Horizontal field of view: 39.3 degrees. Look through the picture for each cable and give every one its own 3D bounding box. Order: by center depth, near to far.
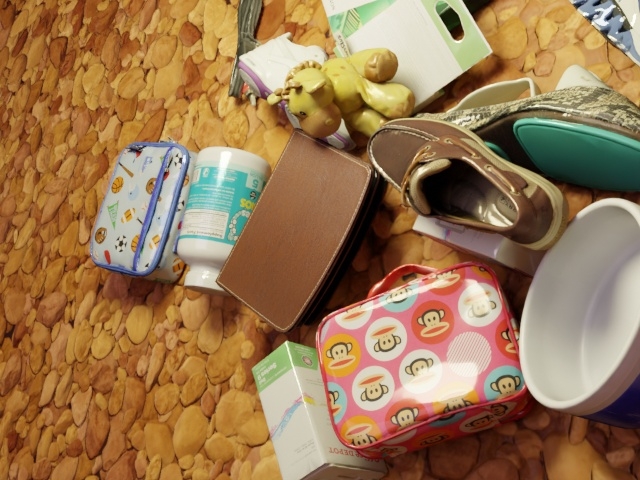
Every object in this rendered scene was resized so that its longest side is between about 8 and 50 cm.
[{"bbox_3d":[-0.142,-0.398,1.866,0.139,0.072,0.287,-49,33,40],"label":"cable"}]

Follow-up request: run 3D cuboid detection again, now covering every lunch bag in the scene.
[{"bbox_3d":[0.141,0.157,1.281,0.293,0.120,0.258,-20,60,14],"label":"lunch bag"},{"bbox_3d":[-0.349,-0.068,1.871,0.243,0.115,0.303,10,82,42],"label":"lunch bag"}]

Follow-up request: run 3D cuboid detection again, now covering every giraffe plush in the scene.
[{"bbox_3d":[0.020,-0.235,1.446,0.210,0.171,0.181,54,141,13],"label":"giraffe plush"}]

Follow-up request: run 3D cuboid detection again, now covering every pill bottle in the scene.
[{"bbox_3d":[-0.184,-0.032,1.680,0.146,0.146,0.264,0,75,43],"label":"pill bottle"}]

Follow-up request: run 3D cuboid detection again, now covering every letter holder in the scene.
[{"bbox_3d":[0.000,0.000,1.498,0.214,0.152,0.301,32,97,42],"label":"letter holder"}]

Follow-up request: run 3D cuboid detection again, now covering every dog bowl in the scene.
[{"bbox_3d":[0.355,0.089,1.085,0.265,0.104,0.264,-161,90,-76],"label":"dog bowl"}]

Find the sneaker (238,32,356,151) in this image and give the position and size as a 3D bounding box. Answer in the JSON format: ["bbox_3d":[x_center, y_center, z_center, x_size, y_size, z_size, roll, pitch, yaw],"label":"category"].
[{"bbox_3d":[-0.018,-0.285,1.645,0.152,0.114,0.305,-38,62,-13],"label":"sneaker"}]

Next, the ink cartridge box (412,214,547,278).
[{"bbox_3d":[0.222,-0.014,1.322,0.198,0.115,0.067,24,90,46],"label":"ink cartridge box"}]

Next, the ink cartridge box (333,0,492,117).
[{"bbox_3d":[0.156,-0.315,1.491,0.235,0.056,0.171,-33,83,28],"label":"ink cartridge box"}]

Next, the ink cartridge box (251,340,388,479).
[{"bbox_3d":[-0.002,0.279,1.386,0.093,0.154,0.212,-40,51,24],"label":"ink cartridge box"}]

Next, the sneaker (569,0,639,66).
[{"bbox_3d":[0.483,-0.302,1.184,0.182,0.127,0.315,-49,46,21],"label":"sneaker"}]

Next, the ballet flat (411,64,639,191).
[{"bbox_3d":[0.301,-0.165,1.296,0.483,0.164,0.182,-1,55,44],"label":"ballet flat"}]

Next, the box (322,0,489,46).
[{"bbox_3d":[0.155,-0.441,1.588,0.322,0.058,0.232,-35,54,29],"label":"box"}]

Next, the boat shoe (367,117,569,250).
[{"bbox_3d":[0.168,-0.086,1.214,0.342,0.123,0.123,37,115,41],"label":"boat shoe"}]
